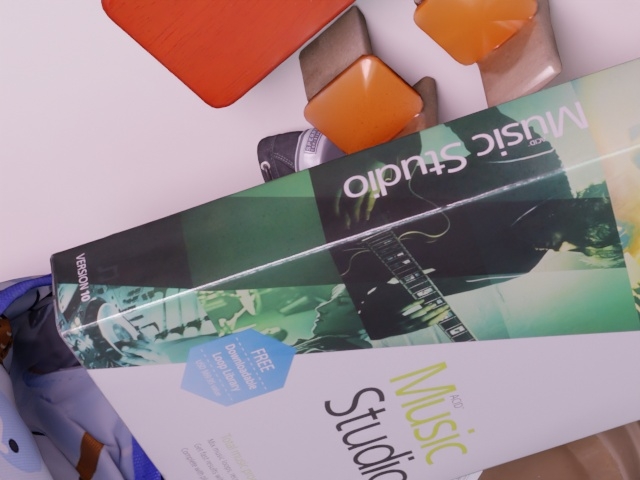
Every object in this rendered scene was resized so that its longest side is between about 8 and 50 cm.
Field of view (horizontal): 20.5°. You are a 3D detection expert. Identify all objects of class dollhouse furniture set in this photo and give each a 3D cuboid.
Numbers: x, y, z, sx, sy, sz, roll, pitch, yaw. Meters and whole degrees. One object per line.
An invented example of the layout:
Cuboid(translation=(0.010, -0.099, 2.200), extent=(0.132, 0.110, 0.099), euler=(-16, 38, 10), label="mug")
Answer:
Cuboid(translation=(0.017, -0.158, 0.778), extent=(0.259, 0.135, 0.262), euler=(-39, 117, 24), label="dollhouse furniture set")

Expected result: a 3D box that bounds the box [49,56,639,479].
Cuboid(translation=(0.059, 0.040, 0.879), extent=(0.322, 0.058, 0.232), euler=(-20, 142, 5), label="box")

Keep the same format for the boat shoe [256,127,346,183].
Cuboid(translation=(0.000, 0.000, 0.949), extent=(0.040, 0.049, 0.142), euler=(2, 126, 22), label="boat shoe")

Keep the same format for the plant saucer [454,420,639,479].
Cuboid(translation=(0.066, 0.159, 1.063), extent=(0.278, 0.041, 0.278), euler=(0, 125, 0), label="plant saucer")

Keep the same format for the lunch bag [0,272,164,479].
Cuboid(translation=(-0.255, 0.178, 0.861), extent=(0.328, 0.385, 0.239), euler=(-19, 119, 12), label="lunch bag")
